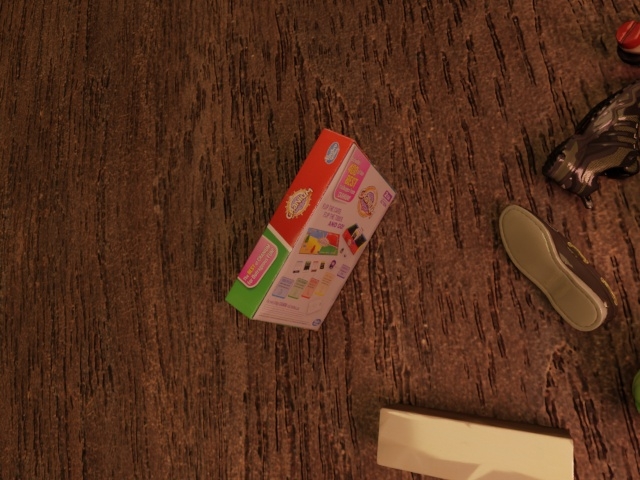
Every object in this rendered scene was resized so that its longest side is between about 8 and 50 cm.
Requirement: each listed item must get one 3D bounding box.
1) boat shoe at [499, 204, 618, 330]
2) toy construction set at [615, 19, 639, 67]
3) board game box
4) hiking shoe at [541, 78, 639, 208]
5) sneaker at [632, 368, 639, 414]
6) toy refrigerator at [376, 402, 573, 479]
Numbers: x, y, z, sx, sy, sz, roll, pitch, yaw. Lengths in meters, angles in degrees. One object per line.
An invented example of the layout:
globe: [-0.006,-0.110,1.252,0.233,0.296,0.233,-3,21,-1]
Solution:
boat shoe: [0.374,0.036,0.740,0.228,0.068,0.081,63,144,27]
toy construction set: [0.567,-0.318,0.592,0.257,0.308,0.237,-36,55,13]
board game box: [0.000,0.000,0.818,0.064,0.242,0.317,30,89,29]
hiking shoe: [0.470,-0.157,0.748,0.227,0.086,0.114,-45,87,1]
sneaker: [0.616,0.151,0.483,0.482,0.202,0.186,-3,110,41]
toy refrigerator: [0.231,0.320,0.709,0.269,0.102,0.094,0,77,24]
